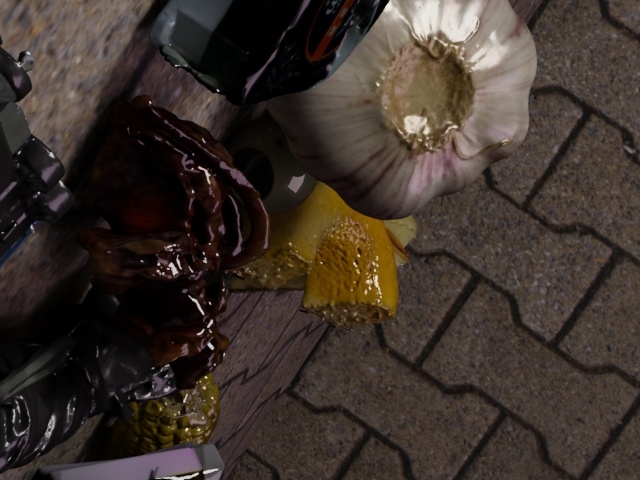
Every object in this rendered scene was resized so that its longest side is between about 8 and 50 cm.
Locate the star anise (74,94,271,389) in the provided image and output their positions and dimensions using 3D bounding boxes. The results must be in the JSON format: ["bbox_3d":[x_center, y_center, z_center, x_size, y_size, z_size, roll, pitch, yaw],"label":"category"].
[{"bbox_3d":[-0.101,0.007,0.843,0.220,0.125,0.190,-144,-116,-90],"label":"star anise"}]

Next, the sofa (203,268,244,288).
[{"bbox_3d":[-0.090,0.019,1.345,0.147,0.060,0.085,-47,169,-49],"label":"sofa"}]

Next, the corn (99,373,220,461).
[{"bbox_3d":[-0.200,0.245,1.419,0.119,0.119,0.322,-47,168,-47],"label":"corn"}]

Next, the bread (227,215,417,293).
[{"bbox_3d":[0.016,0.018,1.558,0.135,0.178,0.240,-62,172,30],"label":"bread"}]

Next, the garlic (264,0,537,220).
[{"bbox_3d":[0.057,-0.166,1.076,0.245,0.245,0.253,-57,-155,13],"label":"garlic"}]

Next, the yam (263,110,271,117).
[{"bbox_3d":[-0.041,-0.127,1.174,0.116,0.021,0.021,-59,172,15],"label":"yam"}]

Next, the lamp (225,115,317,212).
[{"bbox_3d":[-0.027,-0.084,1.150,0.163,0.091,0.091,-35,159,-57],"label":"lamp"}]

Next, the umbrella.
[{"bbox_3d":[-0.187,0.102,0.910,0.106,0.113,0.357,-35,179,17],"label":"umbrella"}]

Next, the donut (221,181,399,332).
[{"bbox_3d":[-0.003,-0.006,1.326,0.259,0.101,0.152,29,60,-48],"label":"donut"}]

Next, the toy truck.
[{"bbox_3d":[-0.167,-0.038,0.525,0.074,0.088,0.202,-50,167,-20],"label":"toy truck"}]

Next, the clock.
[{"bbox_3d":[-0.223,0.307,1.309,0.186,0.083,0.253,-5,142,-29],"label":"clock"}]

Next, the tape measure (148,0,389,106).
[{"bbox_3d":[-0.011,-0.185,0.794,0.182,0.107,0.181,-57,169,15],"label":"tape measure"}]
